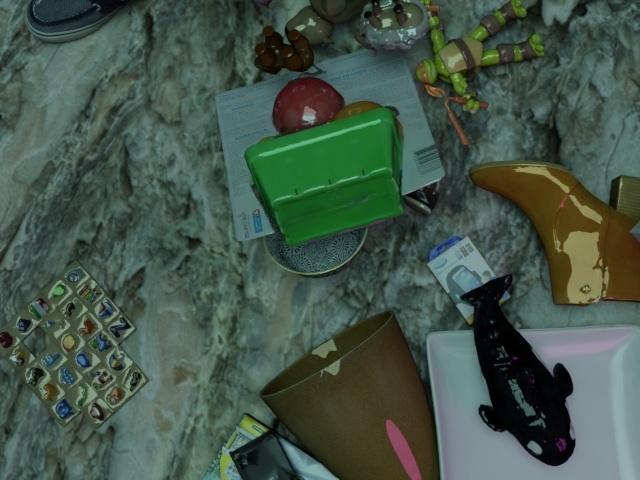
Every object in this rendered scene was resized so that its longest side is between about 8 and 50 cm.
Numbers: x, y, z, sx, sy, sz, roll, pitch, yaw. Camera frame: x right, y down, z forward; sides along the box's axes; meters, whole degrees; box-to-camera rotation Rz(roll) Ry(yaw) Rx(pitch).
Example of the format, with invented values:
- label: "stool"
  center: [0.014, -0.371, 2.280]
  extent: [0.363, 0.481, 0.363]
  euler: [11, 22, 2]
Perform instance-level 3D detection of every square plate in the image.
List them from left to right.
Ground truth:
- label: "square plate"
  center: [0.337, 0.304, 1.789]
  extent: [0.344, 0.049, 0.347]
  euler: [-1, 75, -9]

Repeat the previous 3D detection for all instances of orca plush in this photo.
- label: "orca plush"
  center: [0.304, 0.186, 1.738]
  extent: [0.151, 0.102, 0.287]
  euler: [-6, 75, -10]

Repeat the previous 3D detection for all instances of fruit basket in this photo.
- label: "fruit basket"
  center: [0.006, -0.159, 1.877]
  extent: [0.327, 0.165, 0.353]
  euler: [-17, 41, 3]

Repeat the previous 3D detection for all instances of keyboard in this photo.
- label: "keyboard"
  center: [-0.079, 0.392, 1.823]
  extent: [0.108, 0.023, 0.180]
  euler: [-29, 69, -1]

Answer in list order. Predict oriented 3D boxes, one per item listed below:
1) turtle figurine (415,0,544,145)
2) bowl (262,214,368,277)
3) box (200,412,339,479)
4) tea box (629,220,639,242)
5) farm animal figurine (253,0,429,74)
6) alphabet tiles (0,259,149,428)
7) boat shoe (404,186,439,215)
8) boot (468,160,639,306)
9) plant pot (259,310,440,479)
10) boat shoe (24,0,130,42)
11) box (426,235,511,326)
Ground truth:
- label: "turtle figurine"
  center: [0.243, -0.289, 1.916]
  extent: [0.217, 0.087, 0.269]
  euler: [-23, 70, -5]
- label: "bowl"
  center: [0.000, 0.000, 1.893]
  extent: [0.170, 0.080, 0.170]
  euler: [-7, 57, 11]
- label: "box"
  center: [-0.065, 0.399, 1.867]
  extent: [0.233, 0.044, 0.159]
  euler: [32, 87, 11]
- label: "tea box"
  center: [0.692, -0.030, 1.695]
  extent: [0.323, 0.220, 0.329]
  euler: [39, 87, -15]
- label: "farm animal figurine"
  center: [-0.002, -0.407, 1.924]
  extent: [0.327, 0.172, 0.330]
  euler: [-16, 67, 13]
- label: "alphabet tiles"
  center: [-0.401, 0.183, 1.962]
  extent: [0.198, 0.009, 0.237]
  euler: [-43, 79, -1]
- label: "boat shoe"
  center: [0.128, -0.089, 1.920]
  extent: [0.133, 0.049, 0.042]
  euler: [28, 80, 8]
- label: "boot"
  center: [0.367, -0.006, 1.847]
  extent: [0.295, 0.104, 0.211]
  euler: [7, 82, 4]
- label: "plant pot"
  center: [0.076, 0.273, 1.795]
  extent: [0.237, 0.237, 0.254]
  euler: [-33, 94, 1]
- label: "boat shoe"
  center: [-0.359, -0.455, 1.980]
  extent: [0.341, 0.158, 0.127]
  euler: [-30, 79, 2]
- label: "box"
  center: [0.231, 0.058, 1.893]
  extent: [0.081, 0.028, 0.136]
  euler: [-35, 80, 1]
